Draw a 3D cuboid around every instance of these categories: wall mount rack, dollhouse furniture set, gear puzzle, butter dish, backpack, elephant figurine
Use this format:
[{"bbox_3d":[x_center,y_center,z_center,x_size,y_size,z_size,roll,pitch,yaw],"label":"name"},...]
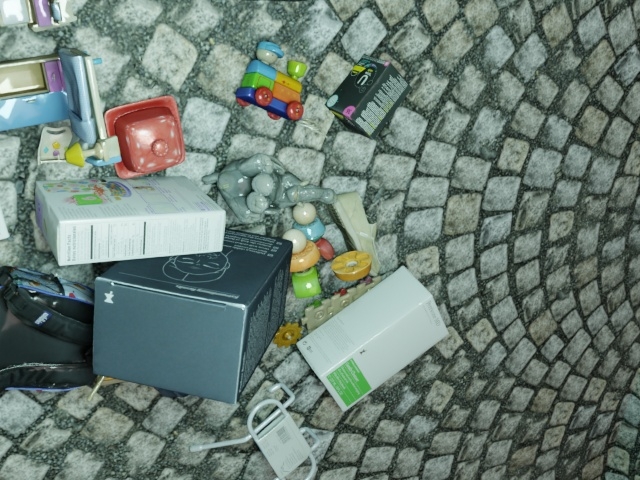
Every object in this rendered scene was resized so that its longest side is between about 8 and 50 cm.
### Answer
[{"bbox_3d":[-0.167,0.565,2.005,0.304,0.130,0.350,-37,125,-18],"label":"wall mount rack"},{"bbox_3d":[-0.504,-0.284,1.298,0.198,0.303,0.287,-17,119,-26],"label":"dollhouse furniture set"},{"bbox_3d":[0.020,0.212,2.012,0.338,0.044,0.176,-23,131,-18],"label":"gear puzzle"},{"bbox_3d":[-0.353,-0.206,1.543,0.160,0.118,0.160,-19,120,-24],"label":"butter dish"},{"bbox_3d":[-0.577,0.190,1.525,0.263,0.213,0.277,20,106,-28],"label":"backpack"},{"bbox_3d":[-0.112,-0.122,1.720,0.169,0.186,0.239,-38,164,30],"label":"elephant figurine"}]

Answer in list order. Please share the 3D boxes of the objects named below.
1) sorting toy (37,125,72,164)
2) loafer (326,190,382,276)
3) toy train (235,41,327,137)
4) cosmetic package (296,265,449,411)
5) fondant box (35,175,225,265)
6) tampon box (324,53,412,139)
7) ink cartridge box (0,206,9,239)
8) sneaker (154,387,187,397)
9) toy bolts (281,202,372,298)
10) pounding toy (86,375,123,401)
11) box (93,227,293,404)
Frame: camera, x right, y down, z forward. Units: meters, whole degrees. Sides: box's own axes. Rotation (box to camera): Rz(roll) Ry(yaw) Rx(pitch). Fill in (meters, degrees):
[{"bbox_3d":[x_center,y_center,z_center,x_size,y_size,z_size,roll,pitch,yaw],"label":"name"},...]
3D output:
[{"bbox_3d":[-0.534,-0.194,1.487,0.083,0.045,0.075,-5,106,-30],"label":"sorting toy"},{"bbox_3d":[0.109,-0.018,1.926,0.092,0.102,0.269,-34,124,-8],"label":"loafer"},{"bbox_3d":[-0.063,-0.344,1.683,0.248,0.105,0.143,18,87,-36],"label":"toy train"},{"bbox_3d":[0.144,0.265,1.992,0.365,0.155,0.197,-36,133,-4],"label":"cosmetic package"},{"bbox_3d":[-0.394,-0.050,1.511,0.330,0.238,0.096,-4,114,-31],"label":"fondant box"},{"bbox_3d":[0.115,-0.347,1.770,0.101,0.120,0.161,39,88,-38],"label":"tampon box"},{"bbox_3d":[-0.716,-0.120,1.356,0.198,0.115,0.273,-17,119,-24],"label":"ink cartridge box"},{"bbox_3d":[-0.357,0.273,1.774,0.163,0.086,0.226,-26,96,12],"label":"sneaker"},{"bbox_3d":[0.000,0.000,1.781,0.218,0.228,0.159,-15,118,0],"label":"toy bolts"},{"bbox_3d":[-0.478,0.280,1.692,0.141,0.100,0.130,-5,113,-30],"label":"pounding toy"},{"bbox_3d":[-0.248,0.128,1.527,0.293,0.395,0.212,11,109,8],"label":"box"}]
